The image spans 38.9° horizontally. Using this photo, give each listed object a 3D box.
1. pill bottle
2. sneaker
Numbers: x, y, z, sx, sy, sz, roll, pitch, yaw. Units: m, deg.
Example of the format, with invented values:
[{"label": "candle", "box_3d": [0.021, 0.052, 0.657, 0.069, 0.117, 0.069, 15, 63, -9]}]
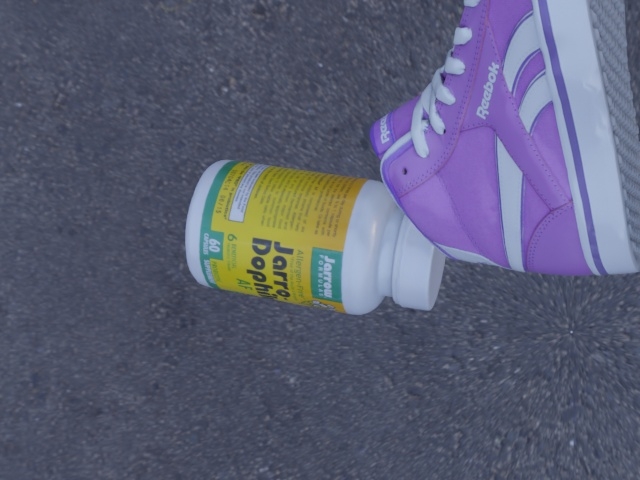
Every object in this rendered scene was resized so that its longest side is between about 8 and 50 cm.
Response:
[{"label": "pill bottle", "box_3d": [0.000, 0.000, 0.781, 0.208, 0.117, 0.118, 10, 87, 15]}, {"label": "sneaker", "box_3d": [0.088, -0.098, 0.512, 0.161, 0.102, 0.282, 2, 122, 29]}]
